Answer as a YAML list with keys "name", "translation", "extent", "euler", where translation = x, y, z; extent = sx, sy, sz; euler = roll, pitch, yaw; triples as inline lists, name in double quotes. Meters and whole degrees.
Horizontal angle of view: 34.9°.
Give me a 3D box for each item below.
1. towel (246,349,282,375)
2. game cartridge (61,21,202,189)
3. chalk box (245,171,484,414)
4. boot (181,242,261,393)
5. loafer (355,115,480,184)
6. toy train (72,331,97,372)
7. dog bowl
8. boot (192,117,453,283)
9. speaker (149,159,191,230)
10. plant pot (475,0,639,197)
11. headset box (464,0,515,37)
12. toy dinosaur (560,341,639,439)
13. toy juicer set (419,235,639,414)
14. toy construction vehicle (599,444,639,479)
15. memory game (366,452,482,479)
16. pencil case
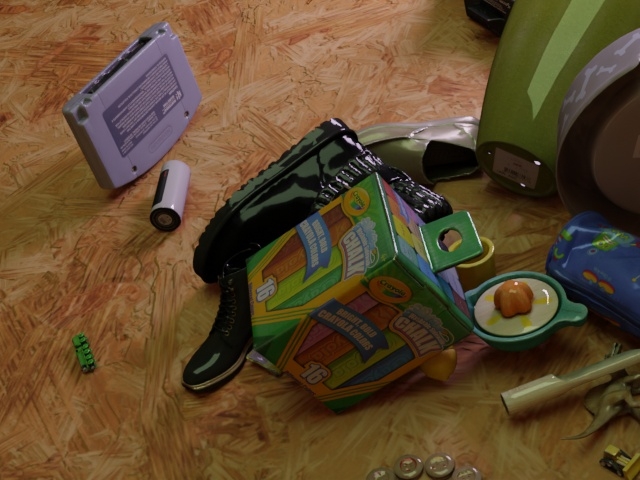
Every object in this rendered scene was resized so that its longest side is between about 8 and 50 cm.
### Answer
- name: "towel"
  translation: [-0.059, 0.153, 1.448]
  extent: [0.060, 0.009, 0.083]
  euler: [27, 54, 25]
- name: "game cartridge"
  translation: [-0.334, -0.238, 1.862]
  extent: [0.062, 0.198, 0.297]
  euler: [11, 46, 29]
- name: "chalk box"
  translation: [0.071, 0.053, 1.317]
  extent: [0.289, 0.179, 0.180]
  euler: [-35, 35, 18]
- name: "boot"
  translation: [-0.139, 0.107, 1.440]
  extent: [0.077, 0.137, 0.198]
  euler: [18, 52, 34]
- name: "loafer"
  translation: [0.145, -0.137, 1.654]
  extent: [0.268, 0.102, 0.092]
  euler: [-14, 34, 2]
- name: "toy train"
  translation: [-0.357, 0.169, 1.536]
  extent: [0.024, 0.017, 0.083]
  euler: [-32, 41, -3]
- name: "dog bowl"
  translation: [0.482, -0.147, 1.373]
  extent: [0.349, 0.348, 0.102]
  euler: [-11, 43, 7]
- name: "boot"
  translation: [0.000, -0.002, 1.529]
  extent: [0.348, 0.131, 0.260]
  euler: [-44, 64, -2]
- name: "speaker"
  translation: [-0.258, -0.079, 1.764]
  extent: [0.055, 0.055, 0.136]
  euler: [-8, 40, 10]
- name: "plant pot"
  translation: [0.368, -0.220, 1.583]
  extent: [0.275, 0.275, 0.293]
  euler: [17, 65, 34]
- name: "headset box"
  translation: [0.426, -0.481, 1.951]
  extent: [0.293, 0.110, 0.218]
  euler: [-25, 40, -11]
- name: "toy dinosaur"
  translation: [0.362, 0.198, 1.241]
  extent: [0.093, 0.053, 0.183]
  euler: [-6, 30, 37]
- name: "toy juicer set"
  translation: [0.227, 0.111, 1.323]
  extent: [0.209, 0.089, 0.329]
  euler: [-33, 37, -17]
- name: "toy construction vehicle"
  translation: [0.385, 0.246, 1.174]
  extent: [0.086, 0.035, 0.098]
  euler: [-38, 44, -24]
- name: "memory game"
  translation: [0.118, 0.324, 1.194]
  extent: [0.186, 0.012, 0.186]
  euler: [-10, 40, 8]
- name: "pencil case"
  translation: [0.418, 0.074, 1.296]
  extent: [0.133, 0.119, 0.306]
  euler: [-11, 32, -31]
